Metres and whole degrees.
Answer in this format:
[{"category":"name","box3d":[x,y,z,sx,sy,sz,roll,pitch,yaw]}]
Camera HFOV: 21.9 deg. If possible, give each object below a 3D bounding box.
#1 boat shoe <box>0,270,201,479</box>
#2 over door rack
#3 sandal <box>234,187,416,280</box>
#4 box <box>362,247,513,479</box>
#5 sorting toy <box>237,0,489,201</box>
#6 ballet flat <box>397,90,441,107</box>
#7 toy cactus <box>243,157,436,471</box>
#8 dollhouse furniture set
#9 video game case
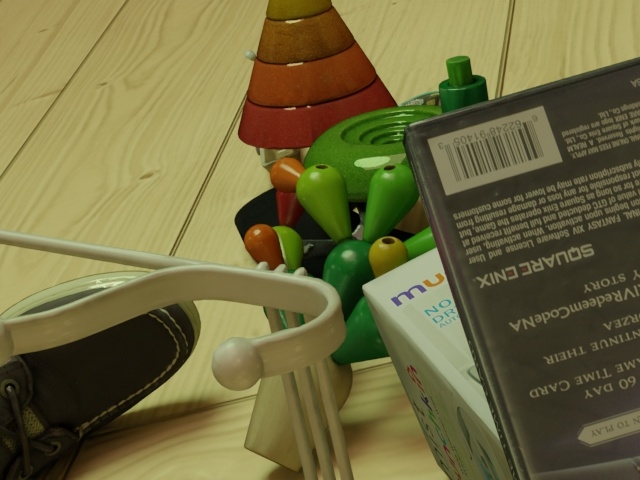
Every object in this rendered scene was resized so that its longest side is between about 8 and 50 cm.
[{"category":"boat shoe","box3d":[-0.201,0.112,1.000,0.285,0.103,0.092,-23,29,9]},{"category":"over door rack","box3d":[-0.104,0.106,0.709,0.108,0.239,0.324,-31,32,-35]},{"category":"sandal","box3d":[-0.001,0.000,1.100,0.097,0.054,0.254,-30,25,-15]},{"category":"box","box3d":[0.188,0.051,0.750,0.262,0.127,0.231,-27,26,-7]},{"category":"sorting toy","box3d":[0.033,-0.109,1.098,0.127,0.126,0.365,-17,22,-16]},{"category":"ballet flat","box3d":[0.050,-0.073,1.240,0.114,0.041,0.041,-24,24,-1]},{"category":"toy cactus","box3d":[0.014,0.043,0.930,0.219,0.112,0.180,15,77,49]},{"category":"dollhouse furniture set","box3d":[-0.023,-0.112,1.318,0.091,0.081,0.114,-21,24,5]},{"category":"video game case","box3d":[0.163,0.057,0.603,0.196,0.274,0.026,-16,-15,-3]}]
